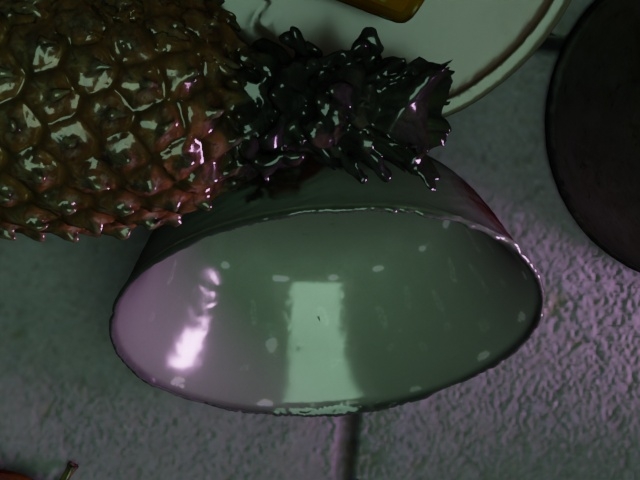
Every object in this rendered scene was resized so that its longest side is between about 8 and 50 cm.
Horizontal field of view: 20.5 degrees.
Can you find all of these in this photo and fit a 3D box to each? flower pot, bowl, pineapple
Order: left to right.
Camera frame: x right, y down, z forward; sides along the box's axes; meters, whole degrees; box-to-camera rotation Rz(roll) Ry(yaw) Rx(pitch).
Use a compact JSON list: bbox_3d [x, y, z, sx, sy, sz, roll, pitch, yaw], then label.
[{"bbox_3d":[-0.091,-0.091,1.203,0.362,0.202,0.202,4,100,1],"label":"pineapple"},{"bbox_3d":[0.000,0.000,1.391,0.337,0.337,0.157,0,60,-8],"label":"bowl"},{"bbox_3d":[0.358,-0.073,1.373,0.293,0.330,0.294,-2,102,-8],"label":"flower pot"}]

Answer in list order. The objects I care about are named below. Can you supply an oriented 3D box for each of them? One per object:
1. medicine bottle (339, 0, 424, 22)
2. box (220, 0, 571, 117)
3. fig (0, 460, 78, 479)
[{"bbox_3d":[-0.013,-0.222,1.193,0.192,0.096,0.096,20,97,-10],"label":"medicine bottle"},{"bbox_3d":[0.035,-0.248,1.351,0.301,0.216,0.301,-2,102,-10],"label":"box"},{"bbox_3d":[-0.253,0.226,1.471,0.125,0.089,0.089,-16,103,-28],"label":"fig"}]
